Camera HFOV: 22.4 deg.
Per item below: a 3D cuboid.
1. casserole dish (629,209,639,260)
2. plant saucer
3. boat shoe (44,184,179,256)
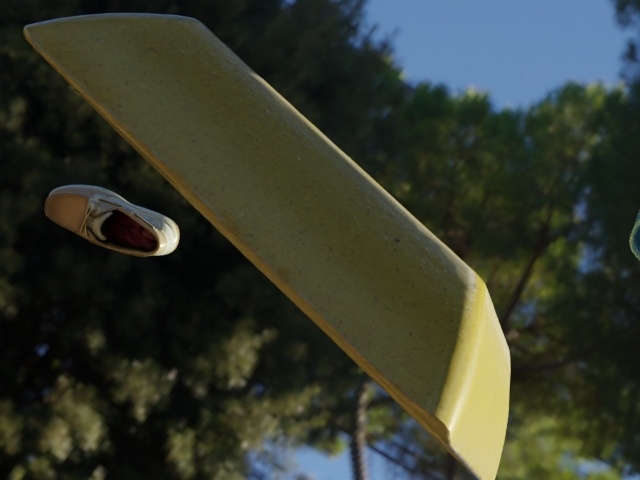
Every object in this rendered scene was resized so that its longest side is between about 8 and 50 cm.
[{"bbox_3d":[0.276,-0.031,1.004,0.114,0.037,0.188,28,-50,-22],"label":"casserole dish"},{"bbox_3d":[0.000,0.000,0.998,0.333,0.081,0.333,44,-3,16],"label":"plant saucer"},{"bbox_3d":[-0.201,-0.019,1.523,0.135,0.045,0.050,14,-76,11],"label":"boat shoe"}]
